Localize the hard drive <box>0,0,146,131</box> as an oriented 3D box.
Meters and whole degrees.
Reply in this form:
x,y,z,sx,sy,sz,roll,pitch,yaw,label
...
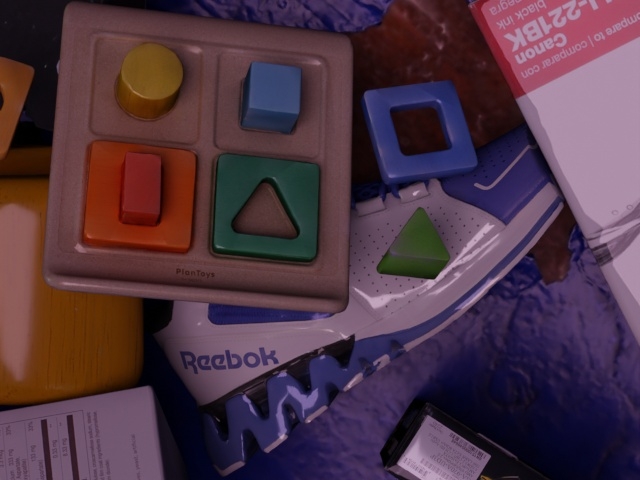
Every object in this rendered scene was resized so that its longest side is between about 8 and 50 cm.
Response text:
x,y,z,sx,sy,sz,roll,pitch,yaw,label
-0.221,-0.251,1.059,0.237,0.064,0.339,14,118,23,hard drive

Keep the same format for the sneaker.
x,y,z,sx,sy,sz,roll,pitch,yaw,label
-0.001,0.001,1.094,0.315,0.127,0.182,-38,92,13,sneaker

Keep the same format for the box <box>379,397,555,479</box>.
x,y,z,sx,sy,sz,roll,pitch,yaw,label
0.123,0.167,1.047,0.175,0.220,0.051,33,86,3,box

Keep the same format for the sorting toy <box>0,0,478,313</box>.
x,y,z,sx,sy,sz,roll,pitch,yaw,label
-0.069,-0.057,0.976,0.347,0.047,0.196,5,66,-11,sorting toy

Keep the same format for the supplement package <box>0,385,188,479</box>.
x,y,z,sx,sy,sz,roll,pitch,yaw,label
-0.208,0.232,1.024,0.262,0.199,0.198,-10,67,-2,supplement package

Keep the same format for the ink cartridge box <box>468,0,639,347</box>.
x,y,z,sx,sy,sz,roll,pitch,yaw,label
0.208,-0.050,1.019,0.114,0.197,0.273,-27,92,13,ink cartridge box

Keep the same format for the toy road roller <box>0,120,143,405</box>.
x,y,z,sx,sy,sz,roll,pitch,yaw,label
-0.255,0.023,1.034,0.240,0.329,0.203,6,99,47,toy road roller
